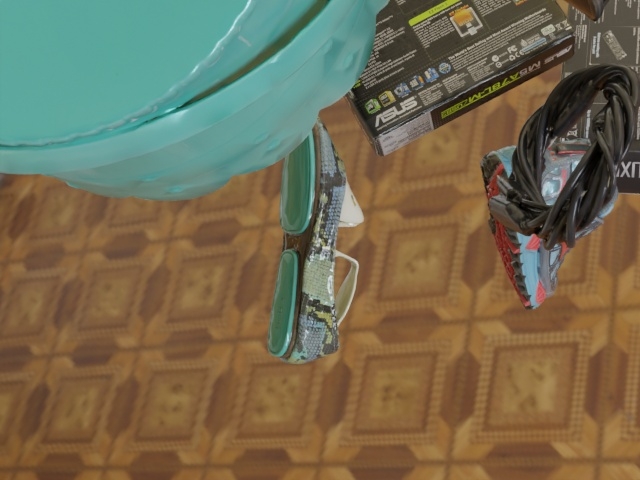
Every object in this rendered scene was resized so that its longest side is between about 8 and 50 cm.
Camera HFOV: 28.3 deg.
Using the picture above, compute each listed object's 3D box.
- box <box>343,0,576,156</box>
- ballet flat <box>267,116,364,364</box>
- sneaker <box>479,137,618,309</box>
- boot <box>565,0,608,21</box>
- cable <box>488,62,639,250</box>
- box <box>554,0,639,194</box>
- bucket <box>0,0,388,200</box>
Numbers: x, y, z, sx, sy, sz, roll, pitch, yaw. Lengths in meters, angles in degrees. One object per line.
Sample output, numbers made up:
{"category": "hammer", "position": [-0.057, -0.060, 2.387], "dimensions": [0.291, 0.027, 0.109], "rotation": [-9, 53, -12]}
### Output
{"category": "box", "position": [0.088, -0.192, 1.071], "dimensions": [0.190, 0.045, 0.184], "rotation": [-28, 66, -1]}
{"category": "ballet flat", "position": [0.000, 0.000, 0.964], "dimensions": [0.070, 0.070, 0.188], "rotation": [15, 100, 43]}
{"category": "sneaker", "position": [0.236, -0.015, 1.251], "dimensions": [0.125, 0.262, 0.104], "rotation": [-19, 65, 3]}
{"category": "boot", "position": [0.289, -0.322, 1.169], "dimensions": [0.091, 0.263, 0.229], "rotation": [37, 108, 5]}
{"category": "cable", "position": [0.194, -0.066, 0.958], "dimensions": [0.151, 0.047, 0.184], "rotation": [-56, 12, 1]}
{"category": "box", "position": [0.392, -0.190, 1.418], "dimensions": [0.242, 0.076, 0.307], "rotation": [3, 54, 13]}
{"category": "bucket", "position": [-0.107, -0.154, 0.623], "dimensions": [0.281, 0.183, 0.281], "rotation": [0, 89, 13]}
